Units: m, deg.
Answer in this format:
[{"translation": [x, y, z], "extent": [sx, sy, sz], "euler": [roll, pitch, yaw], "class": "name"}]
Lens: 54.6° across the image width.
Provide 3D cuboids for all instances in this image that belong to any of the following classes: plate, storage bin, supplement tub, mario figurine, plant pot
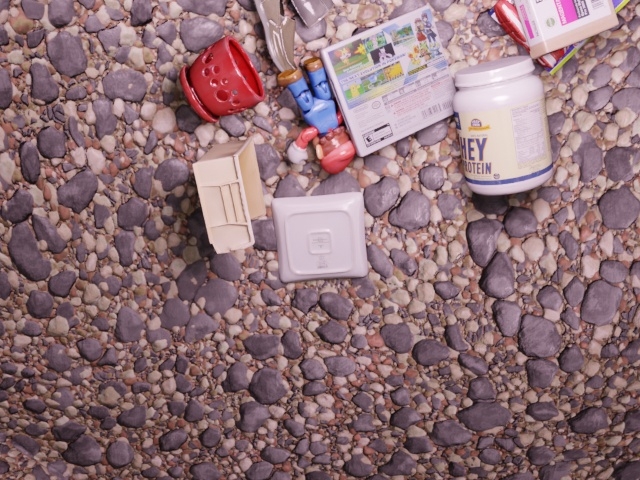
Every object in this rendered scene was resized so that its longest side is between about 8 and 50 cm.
[{"translation": [0.000, 0.000, 1.877], "extent": [0.277, 0.045, 0.278], "euler": [-4, 110, 2], "class": "plate"}, {"translation": [-0.241, -0.129, 1.718], "extent": [0.123, 0.262, 0.260], "euler": [-8, 110, 5], "class": "storage bin"}, {"translation": [0.483, -0.306, 1.657], "extent": [0.235, 0.235, 0.325], "euler": [-13, 109, 6], "class": "supplement tub"}, {"translation": [-0.011, -0.332, 1.718], "extent": [0.198, 0.170, 0.321], "euler": [-13, 118, 19], "class": "mario figurine"}, {"translation": [-0.267, -0.420, 1.654], "extent": [0.174, 0.191, 0.191], "euler": [-26, 107, 12], "class": "plant pot"}]

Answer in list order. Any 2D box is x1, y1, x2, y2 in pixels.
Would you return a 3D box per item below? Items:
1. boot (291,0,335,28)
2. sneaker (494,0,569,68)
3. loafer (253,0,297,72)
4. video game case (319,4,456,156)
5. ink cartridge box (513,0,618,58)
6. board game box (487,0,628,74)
[{"translation": [-0.031, -0.692, 1.611], "extent": [0.208, 0.076, 0.190], "euler": [43, 87, -19], "class": "boot"}, {"translation": [0.550, -0.554, 1.570], "extent": [0.221, 0.087, 0.128], "euler": [41, 100, -17], "class": "sneaker"}, {"translation": [-0.104, -0.560, 1.650], "extent": [0.087, 0.094, 0.251], "euler": [-16, 109, 11], "class": "loafer"}, {"translation": [0.195, -0.427, 1.667], "extent": [0.329, 0.036, 0.300], "euler": [-26, 108, -11], "class": "video game case"}, {"translation": [0.573, -0.583, 1.482], "extent": [0.193, 0.088, 0.235], "euler": [-23, 99, -1], "class": "ink cartridge box"}, {"translation": [0.642, -0.639, 1.590], "extent": [0.233, 0.078, 0.347], "euler": [38, 115, -12], "class": "board game box"}]
